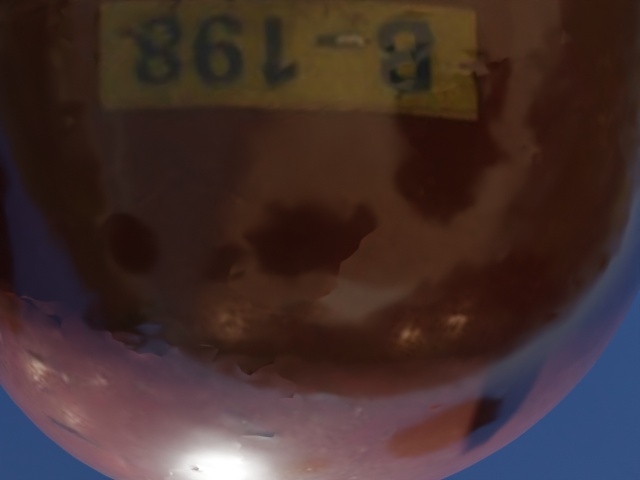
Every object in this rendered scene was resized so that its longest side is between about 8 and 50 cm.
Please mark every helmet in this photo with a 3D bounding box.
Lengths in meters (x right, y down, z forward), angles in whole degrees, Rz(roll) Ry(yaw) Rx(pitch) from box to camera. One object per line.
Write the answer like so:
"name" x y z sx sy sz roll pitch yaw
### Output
"helmet" 0.000 0.000 0.548 0.385 0.337 0.230 1 -111 -4
